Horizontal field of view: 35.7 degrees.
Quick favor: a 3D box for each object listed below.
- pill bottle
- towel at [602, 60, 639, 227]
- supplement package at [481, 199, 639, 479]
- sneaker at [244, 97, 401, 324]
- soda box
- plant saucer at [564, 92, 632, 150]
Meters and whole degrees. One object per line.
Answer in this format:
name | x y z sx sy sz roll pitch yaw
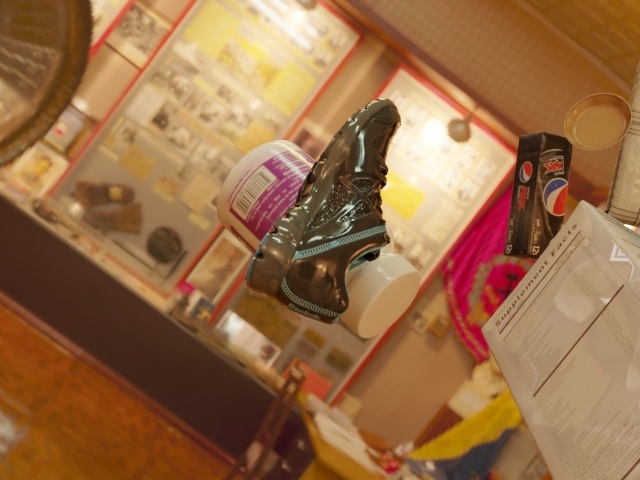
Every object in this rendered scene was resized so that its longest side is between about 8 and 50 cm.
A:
pill bottle | 0.000 0.000 1.455 0.301 0.169 0.169 43 3 26
towel | 0.676 -0.165 1.751 0.312 0.324 0.056 9 7 -10
supplement package | 0.228 0.101 0.674 0.133 0.139 0.244 28 21 -19
sneaker | 0.034 -0.041 1.314 0.139 0.341 0.125 32 -26 -1
soda box | 0.295 -0.058 1.341 0.053 0.169 0.060 9 -4 -23
plant saucer | 0.344 -0.143 1.229 0.083 0.083 0.015 38 -3 39
